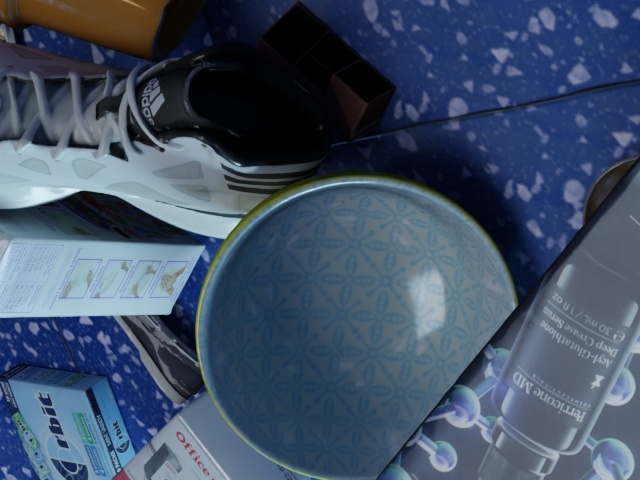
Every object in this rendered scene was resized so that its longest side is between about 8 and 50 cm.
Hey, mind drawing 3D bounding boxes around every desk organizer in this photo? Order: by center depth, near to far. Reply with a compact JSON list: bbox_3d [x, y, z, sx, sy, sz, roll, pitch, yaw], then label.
[{"bbox_3d":[0.002,-0.155,1.624,0.130,0.047,0.050,43,137,16],"label":"desk organizer"}]

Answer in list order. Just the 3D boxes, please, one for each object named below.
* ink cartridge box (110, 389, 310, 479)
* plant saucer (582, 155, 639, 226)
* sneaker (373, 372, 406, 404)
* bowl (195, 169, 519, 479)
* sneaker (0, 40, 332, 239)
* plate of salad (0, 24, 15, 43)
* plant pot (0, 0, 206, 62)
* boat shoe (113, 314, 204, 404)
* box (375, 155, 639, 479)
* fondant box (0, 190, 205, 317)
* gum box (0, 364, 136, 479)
[{"bbox_3d":[-0.126,0.274,2.018,0.158,0.092,0.218,51,139,6],"label":"ink cartridge box"},{"bbox_3d":[0.291,0.003,1.448,0.168,0.029,0.168,27,133,33],"label":"plant saucer"},{"bbox_3d":[0.046,0.159,1.768,0.314,0.116,0.136,16,117,30],"label":"sneaker"},{"bbox_3d":[0.028,0.061,1.633,0.156,0.289,0.289,-107,-2,-73],"label":"bowl"},{"bbox_3d":[-0.200,-0.128,1.572,0.257,0.447,0.169,137,140,-65],"label":"sneaker"},{"bbox_3d":[-0.414,-0.245,1.991,0.200,0.048,0.200,27,133,32],"label":"plate of salad"},{"bbox_3d":[-0.202,-0.265,1.659,0.188,0.205,0.205,30,137,6],"label":"plant pot"},{"bbox_3d":[-0.188,0.082,1.992,0.065,0.075,0.206,-34,82,8],"label":"boat shoe"},{"bbox_3d":[0.285,0.126,1.307,0.293,0.212,0.395,44,121,15],"label":"box"},{"bbox_3d":[-0.308,-0.019,1.817,0.238,0.330,0.096,34,106,26],"label":"fondant box"},{"bbox_3d":[-0.311,0.238,2.224,0.184,0.041,0.157,2,117,45],"label":"gum box"}]
